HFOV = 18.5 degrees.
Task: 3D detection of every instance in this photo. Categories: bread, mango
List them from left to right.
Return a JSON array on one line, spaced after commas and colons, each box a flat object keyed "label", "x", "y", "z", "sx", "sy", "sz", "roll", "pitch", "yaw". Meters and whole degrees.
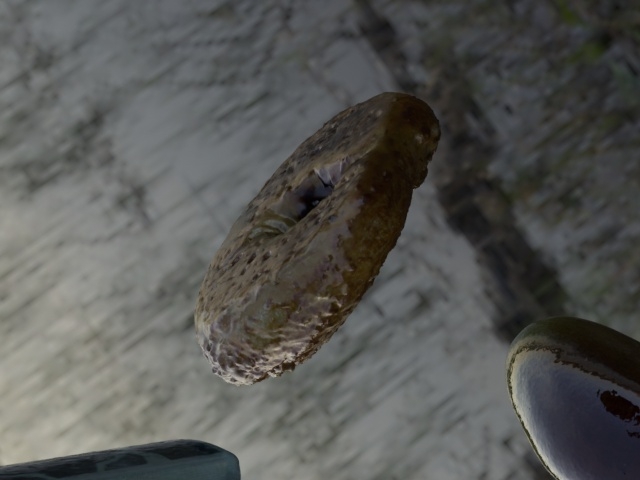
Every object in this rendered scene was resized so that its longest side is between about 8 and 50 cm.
[{"label": "bread", "x": 0.000, "y": 0.000, "z": 1.091, "sx": 0.064, "sy": 0.193, "sz": 0.193, "roll": 38, "pitch": 164, "yaw": -13}, {"label": "mango", "x": 0.226, "y": 0.141, "z": 1.524, "sx": 0.267, "sy": 0.111, "sz": 0.133, "roll": 31, "pitch": 125, "yaw": 52}]

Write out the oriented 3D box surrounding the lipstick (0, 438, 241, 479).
[{"label": "lipstick", "x": -0.168, "y": 0.144, "z": 0.889, "sx": 0.077, "sy": 0.290, "sz": 0.076, "roll": -1, "pitch": 93, "yaw": 55}]
